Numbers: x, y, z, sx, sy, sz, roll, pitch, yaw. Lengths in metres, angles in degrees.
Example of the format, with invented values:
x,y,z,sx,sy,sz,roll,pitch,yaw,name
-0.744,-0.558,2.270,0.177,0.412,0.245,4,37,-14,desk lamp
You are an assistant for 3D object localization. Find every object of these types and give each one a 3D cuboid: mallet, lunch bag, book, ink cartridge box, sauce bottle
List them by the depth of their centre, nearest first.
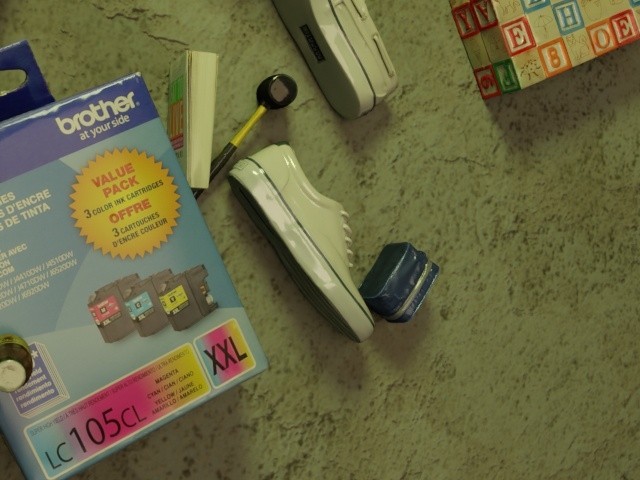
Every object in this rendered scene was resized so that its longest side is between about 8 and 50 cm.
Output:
x,y,z,sx,sy,sz,roll,pitch,yaw,name
-0.263,0.104,0.782,0.042,0.128,0.042,0,89,-21,sauce bottle
-0.259,0.008,0.935,0.270,0.151,0.396,-27,99,-22,ink cartridge box
-0.145,-0.126,1.014,0.035,0.096,0.144,2,88,-25,book
-0.098,-0.116,1.073,0.039,0.062,0.190,40,89,-15,mallet
0.100,0.051,1.137,0.065,0.067,0.098,39,73,-19,lunch bag

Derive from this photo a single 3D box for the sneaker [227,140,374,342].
x,y,z,sx,sy,sz,roll,pitch,yaw,name
0.000,0.000,1.078,0.091,0.094,0.258,-37,103,-16,sneaker

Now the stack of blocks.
x,y,z,sx,sy,sz,roll,pitch,yaw,name
0.326,-0.322,1.233,0.297,0.087,0.171,-24,99,-22,stack of blocks

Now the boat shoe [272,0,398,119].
x,y,z,sx,sy,sz,roll,pitch,yaw,name
0.013,-0.278,1.089,0.088,0.096,0.268,-35,104,-25,boat shoe
